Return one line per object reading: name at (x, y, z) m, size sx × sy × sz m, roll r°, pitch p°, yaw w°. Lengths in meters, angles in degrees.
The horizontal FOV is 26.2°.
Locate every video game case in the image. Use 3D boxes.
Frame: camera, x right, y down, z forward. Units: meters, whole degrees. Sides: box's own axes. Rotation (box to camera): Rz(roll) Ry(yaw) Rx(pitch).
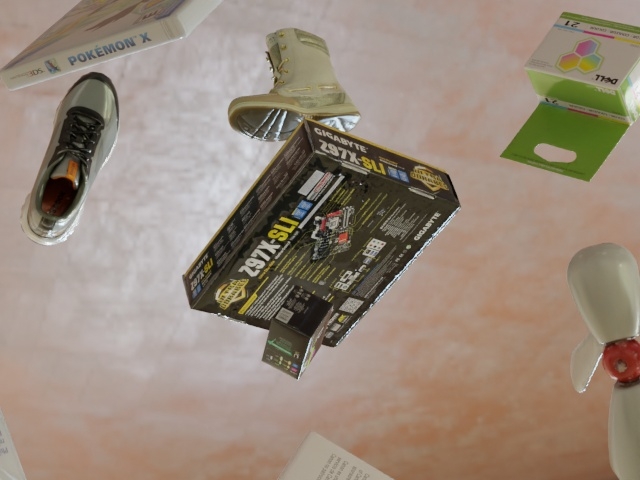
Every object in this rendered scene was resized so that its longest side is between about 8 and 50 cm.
video game case at (-0.226, -0.318, 1.808) m, size 0.300 × 0.329 × 0.036 m, roll -11°, pitch 119°, yaw 32°

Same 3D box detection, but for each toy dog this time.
toy dog at (0.351, 0.168, 1.420) m, size 0.220 × 0.334 × 0.161 m, roll 9°, pitch -168°, yaw 28°

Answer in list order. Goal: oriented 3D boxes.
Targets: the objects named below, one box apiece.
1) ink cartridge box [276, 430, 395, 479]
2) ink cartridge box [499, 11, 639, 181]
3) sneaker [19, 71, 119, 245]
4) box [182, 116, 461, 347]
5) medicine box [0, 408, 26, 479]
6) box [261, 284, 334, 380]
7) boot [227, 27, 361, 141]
ink cartridge box at (0.050, 0.234, 0.732) m, size 0.237 × 0.172 × 0.100 m, roll 30°, pitch 120°, yaw 6°
ink cartridge box at (0.418, -0.235, 2.234) m, size 0.188 × 0.255 × 0.097 m, roll 21°, pitch 154°, yaw 40°
sneaker at (-0.359, -0.125, 2.030) m, size 0.100 × 0.272 × 0.108 m, roll 20°, pitch 164°, yaw -13°
box at (0.000, 0.000, 1.913) m, size 0.257 × 0.079 × 0.322 m, roll 19°, pitch 126°, yaw -31°
medicine box at (-0.349, 0.262, 1.162) m, size 0.149 × 0.289 × 0.263 m, roll -17°, pitch 169°, yaw -35°
box at (-0.027, 0.106, 1.571) m, size 0.052 × 0.062 × 0.083 m, roll 27°, pitch 139°, yaw 10°
boot at (-0.058, -0.230, 1.997) m, size 0.213 × 0.165 × 0.077 m, roll -4°, pitch 150°, yaw -33°
